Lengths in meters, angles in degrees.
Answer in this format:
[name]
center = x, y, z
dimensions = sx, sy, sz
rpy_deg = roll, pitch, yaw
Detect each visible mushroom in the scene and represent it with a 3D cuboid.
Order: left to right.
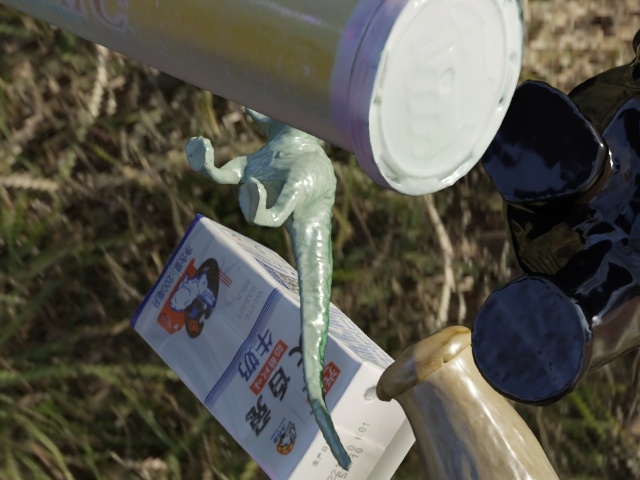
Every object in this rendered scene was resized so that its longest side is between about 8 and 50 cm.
[mushroom]
center = 0.121, 0.182, 1.259
dimensions = 0.108, 0.096, 0.247
rpy_deg = -15, 77, -30

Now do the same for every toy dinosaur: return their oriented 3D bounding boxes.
[toy dinosaur]
center = -0.040, -0.014, 1.312
dimensions = 0.129, 0.076, 0.383
rpy_deg = 23, 54, -28

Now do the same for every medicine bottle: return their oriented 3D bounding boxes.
[medicine bottle]
center = -0.100, -0.144, 0.884
dimensions = 0.426, 0.108, 0.108
rpy_deg = 26, 72, 35

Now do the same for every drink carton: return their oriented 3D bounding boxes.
[drink carton]
center = -0.039, 0.104, 1.543
dimensions = 0.131, 0.106, 0.315
rpy_deg = -58, 37, 7

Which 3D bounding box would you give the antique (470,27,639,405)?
[antique]
center = 0.220, -0.053, 1.050
dimensions = 0.322, 0.255, 0.185
rpy_deg = -42, 75, 18
